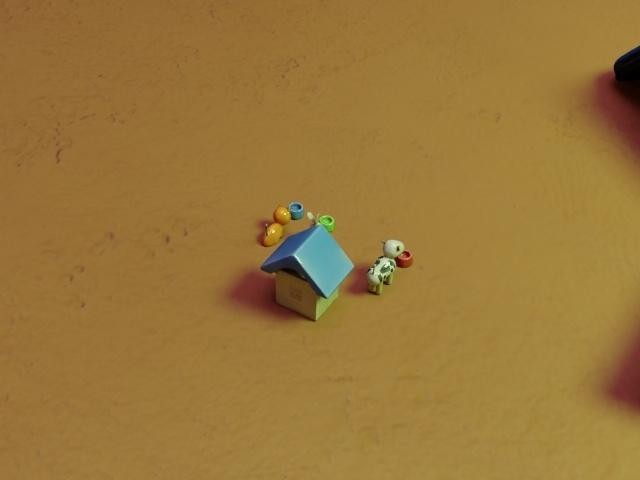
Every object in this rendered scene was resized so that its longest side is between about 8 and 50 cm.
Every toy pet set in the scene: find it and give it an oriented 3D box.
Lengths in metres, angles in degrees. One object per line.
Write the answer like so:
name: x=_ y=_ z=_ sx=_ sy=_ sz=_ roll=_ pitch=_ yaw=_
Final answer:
toy pet set: x=0.000 y=0.000 z=0.959 sx=0.122 sy=0.065 sz=0.114 roll=23 pitch=45 yaw=22

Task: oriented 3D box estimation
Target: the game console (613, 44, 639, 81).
game console: x=0.462 y=-0.134 z=1.105 sx=0.293 sy=0.250 sz=0.173 roll=-9 pitch=85 yaw=-13
